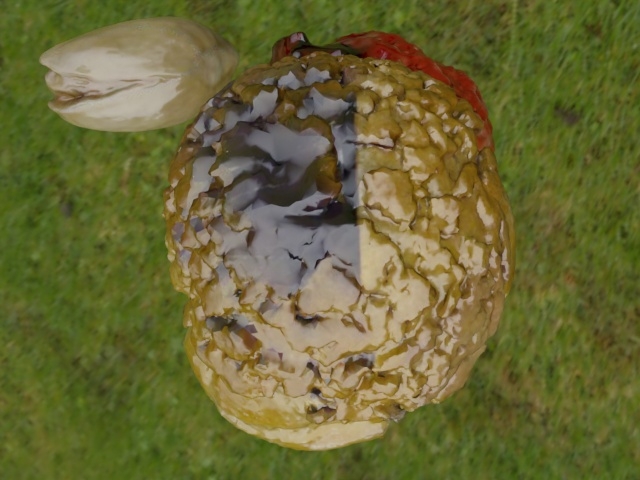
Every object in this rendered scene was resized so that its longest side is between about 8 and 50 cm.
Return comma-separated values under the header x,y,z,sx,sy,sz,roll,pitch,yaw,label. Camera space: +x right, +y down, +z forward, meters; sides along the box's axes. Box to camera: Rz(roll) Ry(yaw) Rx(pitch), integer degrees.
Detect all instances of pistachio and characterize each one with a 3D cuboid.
x,y,z,sx,sy,sz,roll,pitch,yaw,label
-0.262,-0.246,1.804,0.293,0.181,0.162,-13,107,-10,pistachio

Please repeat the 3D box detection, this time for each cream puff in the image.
x,y,z,sx,sy,sz,roll,pitch,yaw,label
0.000,0.000,1.039,0.327,0.231,0.343,34,84,24,cream puff

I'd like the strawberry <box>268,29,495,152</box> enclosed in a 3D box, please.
x,y,z,sx,sy,sz,roll,pitch,yaw,label
0.080,-0.076,1.328,0.291,0.310,0.292,-2,87,60,strawberry
